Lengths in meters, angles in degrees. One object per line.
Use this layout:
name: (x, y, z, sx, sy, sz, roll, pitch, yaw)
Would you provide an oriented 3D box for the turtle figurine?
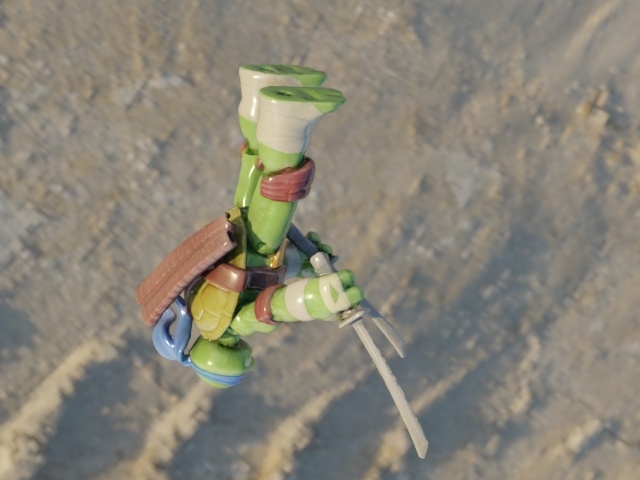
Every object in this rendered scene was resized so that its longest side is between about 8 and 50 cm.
turtle figurine: (0.000, 0.000, 1.340, 0.198, 0.274, 0.266, -35, 134, -64)
